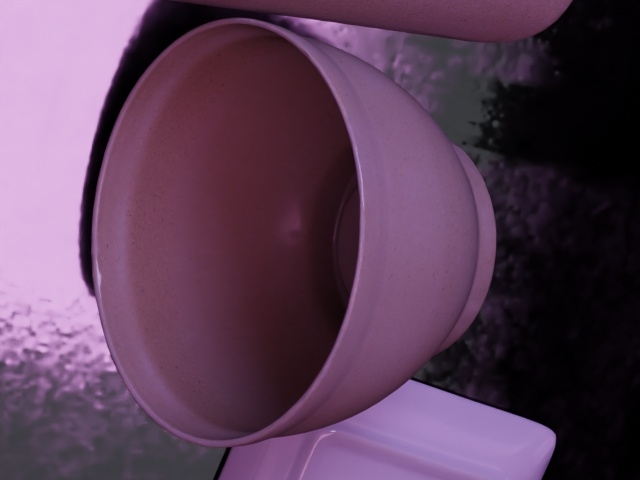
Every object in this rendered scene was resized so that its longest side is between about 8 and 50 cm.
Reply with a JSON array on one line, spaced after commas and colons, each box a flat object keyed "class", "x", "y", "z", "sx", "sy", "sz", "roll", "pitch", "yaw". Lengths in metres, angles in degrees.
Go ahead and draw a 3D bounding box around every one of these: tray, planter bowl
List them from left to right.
[{"class": "tray", "x": -0.002, "y": 0.190, "z": 0.827, "sx": 0.145, "sy": 0.030, "sz": 0.270, "roll": 20, "pitch": 99, "yaw": -19}, {"class": "planter bowl", "x": 0.000, "y": 0.000, "z": 0.722, "sx": 0.109, "sy": 0.162, "sz": 0.162, "roll": 5, "pitch": 105, "yaw": -42}]

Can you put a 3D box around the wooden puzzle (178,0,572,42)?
[{"class": "wooden puzzle", "x": -0.002, "y": -0.253, "z": 0.641, "sx": 0.322, "sy": 0.080, "sz": 0.347, "roll": 2, "pitch": 110, "yaw": -39}]
